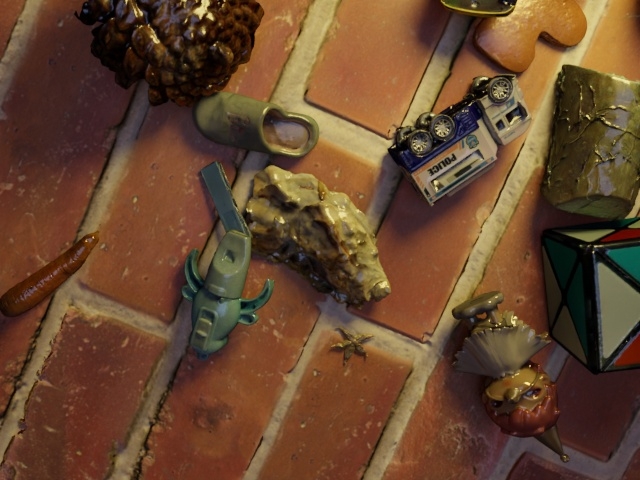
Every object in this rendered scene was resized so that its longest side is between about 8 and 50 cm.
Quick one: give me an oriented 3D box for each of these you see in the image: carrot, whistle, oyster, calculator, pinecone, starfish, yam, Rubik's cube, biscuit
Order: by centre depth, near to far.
[{"bbox_3d":[-0.274,-0.389,1.211,0.296,0.242,0.298,46,72,-7],"label":"pinecone"},{"bbox_3d":[0.537,-0.183,1.329,0.202,0.201,0.272,12,103,-5],"label":"yam"},{"bbox_3d":[0.589,0.096,1.336,0.249,0.248,0.247,-8,97,-2],"label":"Rubik's cube"},{"bbox_3d":[-0.197,0.112,1.351,0.186,0.093,0.274,22,103,13],"label":"whistle"},{"bbox_3d":[-0.527,0.067,1.353,0.247,0.059,0.059,-38,98,-1],"label":"carrot"},{"bbox_3d":[-0.184,-0.070,1.354,0.057,0.018,0.172,-23,92,33],"label":"calculator"},{"bbox_3d":[0.002,-0.002,1.355,0.354,0.107,0.201,32,98,-7],"label":"oyster"},{"bbox_3d":[0.418,-0.416,1.361,0.186,0.036,0.192,37,95,-9],"label":"biscuit"},{"bbox_3d":[0.067,0.210,1.433,0.086,0.016,0.092,-39,96,0],"label":"starfish"}]

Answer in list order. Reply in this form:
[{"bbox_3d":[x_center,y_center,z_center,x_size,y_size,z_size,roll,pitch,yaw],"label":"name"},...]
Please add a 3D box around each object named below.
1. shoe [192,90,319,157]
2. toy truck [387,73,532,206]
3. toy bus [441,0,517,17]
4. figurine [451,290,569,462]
[{"bbox_3d":[-0.122,-0.221,1.318,0.250,0.100,0.103,10,98,-8],"label":"shoe"},{"bbox_3d":[0.278,-0.199,1.338,0.267,0.124,0.155,-33,106,3],"label":"toy truck"},{"bbox_3d":[0.325,-0.572,1.268,0.145,0.151,0.332,13,96,15],"label":"toy bus"},{"bbox_3d":[0.388,0.292,1.391,0.206,0.166,0.387,-23,96,16],"label":"figurine"}]
